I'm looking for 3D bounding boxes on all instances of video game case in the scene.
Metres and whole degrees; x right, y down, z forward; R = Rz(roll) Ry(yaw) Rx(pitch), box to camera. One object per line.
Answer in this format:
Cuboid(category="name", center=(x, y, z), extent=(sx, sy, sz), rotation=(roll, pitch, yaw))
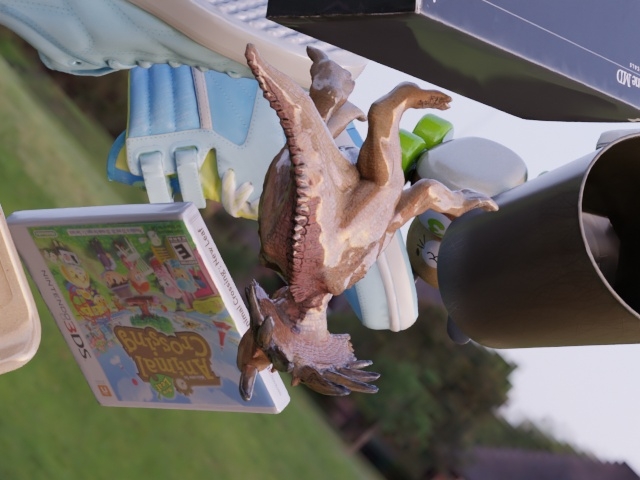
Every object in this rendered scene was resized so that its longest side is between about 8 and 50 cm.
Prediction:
Cuboid(category="video game case", center=(-0.144, 0.057, 1.499), extent=(0.212, 0.023, 0.193), rotation=(-2, -57, 40))

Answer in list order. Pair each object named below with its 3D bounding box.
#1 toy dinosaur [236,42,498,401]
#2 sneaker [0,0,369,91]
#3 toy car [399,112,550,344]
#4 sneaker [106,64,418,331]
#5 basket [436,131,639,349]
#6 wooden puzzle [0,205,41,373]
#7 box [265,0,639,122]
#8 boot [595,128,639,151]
Cuboid(category="toy dinosaur", center=(0.000, 0.000, 1.176), extent=(0.127, 0.200, 0.296), rotation=(28, -13, 21))
Cuboid(category="sneaker", center=(-0.142, -0.185, 1.415), extent=(0.366, 0.135, 0.150), rotation=(24, -44, -2))
Cuboid(category="toy car", center=(0.120, 0.001, 1.738), extent=(0.155, 0.188, 0.149), rotation=(28, 25, 16))
Cuboid(category="sneaker", center=(-0.059, -0.038, 1.564), extent=(0.127, 0.208, 0.319), rotation=(87, -22, -77))
Cuboid(category="basket", center=(0.209, 0.013, 1.477), extent=(0.204, 0.154, 0.227), rotation=(23, -20, -29))
Cuboid(category="wooden puzzle", center=(-0.407, -0.024, 1.362), extent=(0.080, 0.322, 0.348), rotation=(-122, -165, -63))
Cuboid(category="box", center=(0.096, -0.177, 0.996), extent=(0.103, 0.184, 0.261), rotation=(0, -9, 37))
Cuboid(category="boot", center=(0.360, -0.073, 1.905), extent=(0.069, 0.086, 0.190), rotation=(23, -19, -35))
